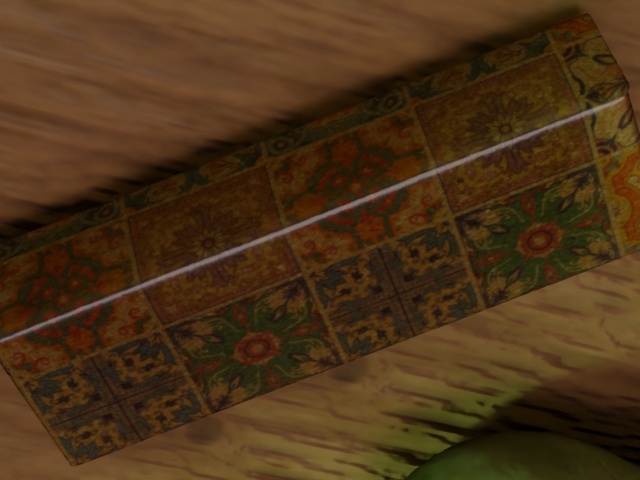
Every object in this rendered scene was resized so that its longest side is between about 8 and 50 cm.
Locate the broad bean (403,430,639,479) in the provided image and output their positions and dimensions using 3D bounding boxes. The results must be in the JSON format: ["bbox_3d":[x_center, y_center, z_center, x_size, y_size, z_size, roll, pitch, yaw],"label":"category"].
[{"bbox_3d":[0.137,0.165,0.748,0.263,0.121,0.189,14,124,-25],"label":"broad bean"}]

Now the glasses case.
[{"bbox_3d":[0.000,0.000,0.631,0.218,0.049,0.075,-21,135,4],"label":"glasses case"}]
